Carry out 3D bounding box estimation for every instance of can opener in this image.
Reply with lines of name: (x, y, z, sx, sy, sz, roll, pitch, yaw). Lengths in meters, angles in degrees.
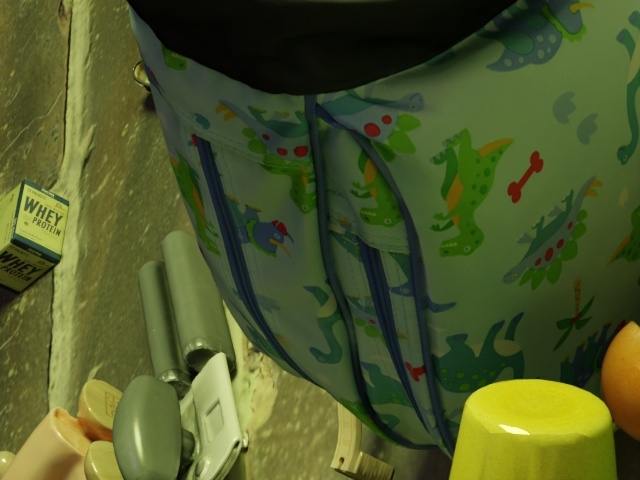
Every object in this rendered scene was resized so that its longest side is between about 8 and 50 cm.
can opener: (-0.110, 0.088, 1.097, 0.074, 0.093, 0.280, -48, 29, 22)

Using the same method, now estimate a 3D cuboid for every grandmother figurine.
grandmother figurine: (-0.271, 0.260, 1.174, 0.342, 0.104, 0.208, -45, 26, 20)

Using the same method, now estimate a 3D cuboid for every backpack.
backpack: (0.061, -0.047, 0.709, 0.290, 0.273, 0.355, -41, -23, -32)

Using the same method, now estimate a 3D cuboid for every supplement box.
supplement box: (-0.314, -0.004, 1.487, 0.083, 0.056, 0.083, -35, 40, 36)

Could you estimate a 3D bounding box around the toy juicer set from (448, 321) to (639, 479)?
toy juicer set: (0.224, 0.106, 0.501, 0.329, 0.209, 0.089, 11, 109, 33)

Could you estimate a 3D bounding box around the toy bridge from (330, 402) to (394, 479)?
toy bridge: (0.045, 0.060, 0.911, 0.026, 0.063, 0.188, 1, 67, 56)

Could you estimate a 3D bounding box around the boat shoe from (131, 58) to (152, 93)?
boat shoe: (-0.146, -0.163, 1.393, 0.125, 0.038, 0.046, 16, 79, 58)
